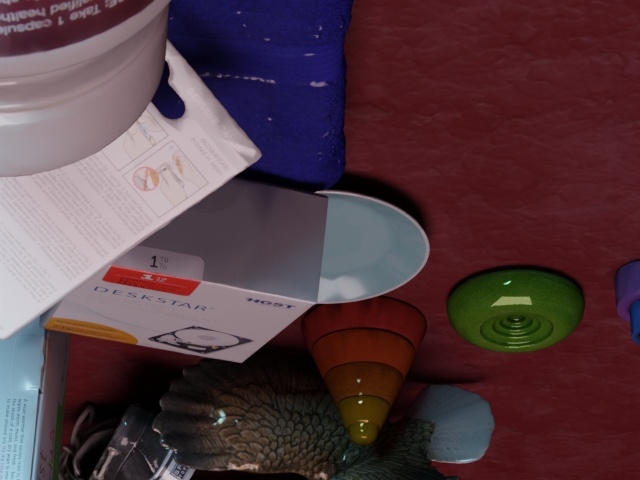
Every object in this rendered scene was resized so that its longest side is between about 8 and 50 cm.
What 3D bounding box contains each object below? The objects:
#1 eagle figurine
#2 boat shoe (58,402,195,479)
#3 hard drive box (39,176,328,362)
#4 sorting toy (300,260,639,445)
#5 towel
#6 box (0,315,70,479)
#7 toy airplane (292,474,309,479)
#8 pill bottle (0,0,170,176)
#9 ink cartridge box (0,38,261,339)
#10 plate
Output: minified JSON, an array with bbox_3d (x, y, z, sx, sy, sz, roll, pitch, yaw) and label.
[{"bbox_3d":[0.015,0.223,1.665,0.226,0.225,0.298,-7,157,33],"label":"eagle figurine"},{"bbox_3d":[-0.217,0.233,1.788,0.105,0.113,0.306,29,158,-12],"label":"boat shoe"},{"bbox_3d":[-0.114,0.019,1.372,0.181,0.089,0.232,11,162,-13],"label":"hard drive box"},{"bbox_3d":[0.156,0.112,1.578,0.366,0.126,0.127,-10,147,18],"label":"sorting toy"},{"bbox_3d":[-0.089,-0.147,1.217,0.228,0.076,0.308,6,149,4],"label":"towel"},{"bbox_3d":[-0.339,0.129,1.486,0.231,0.262,0.126,0,149,0],"label":"box"},{"bbox_3d":[-0.125,0.437,1.887,0.384,0.386,0.272,-2,107,34],"label":"toy airplane"},{"bbox_3d":[-0.167,-0.222,0.844,0.224,0.224,0.392,3,144,-4],"label":"pill bottle"},{"bbox_3d":[-0.186,-0.066,1.168,0.232,0.066,0.189,-36,111,9],"label":"ink cartridge box"},{"bbox_3d":[0.000,0.000,1.494,0.188,0.024,0.188,0,149,0],"label":"plate"}]
